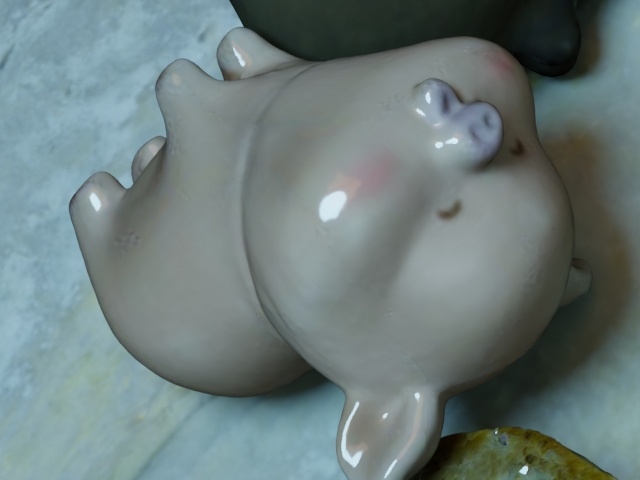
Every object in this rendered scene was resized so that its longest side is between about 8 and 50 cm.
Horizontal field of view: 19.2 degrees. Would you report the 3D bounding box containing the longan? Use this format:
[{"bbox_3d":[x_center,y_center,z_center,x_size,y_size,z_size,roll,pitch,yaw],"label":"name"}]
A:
[{"bbox_3d":[0.062,-0.224,1.215,0.300,0.243,0.300,0,84,-1],"label":"longan"}]

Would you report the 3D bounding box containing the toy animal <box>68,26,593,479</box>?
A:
[{"bbox_3d":[0.000,0.000,1.119,0.269,0.326,0.237,46,50,0],"label":"toy animal"}]

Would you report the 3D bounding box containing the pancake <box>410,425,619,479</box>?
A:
[{"bbox_3d":[0.062,0.285,0.982,0.382,0.071,0.382,-28,46,34],"label":"pancake"}]
